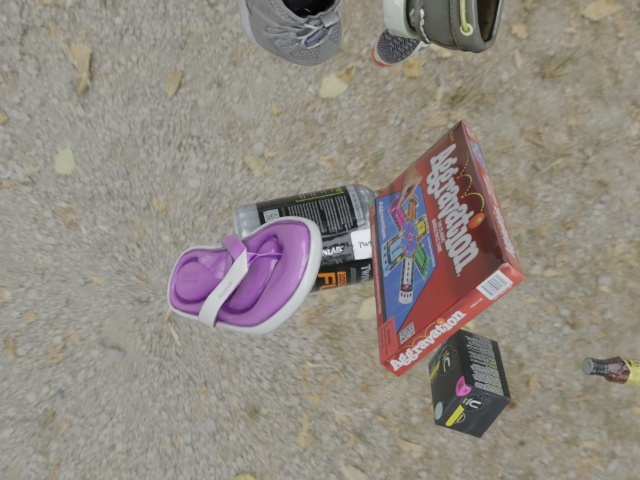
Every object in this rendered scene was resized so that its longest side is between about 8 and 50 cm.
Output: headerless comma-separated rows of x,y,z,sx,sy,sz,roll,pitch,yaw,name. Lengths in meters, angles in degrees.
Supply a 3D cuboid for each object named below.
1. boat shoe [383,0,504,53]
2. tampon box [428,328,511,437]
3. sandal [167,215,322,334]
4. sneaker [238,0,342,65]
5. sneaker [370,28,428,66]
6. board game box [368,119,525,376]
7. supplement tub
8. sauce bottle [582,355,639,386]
0.130,-0.301,0.683,0.091,0.109,0.305,24,119,24,boat shoe
0.282,0.272,1.670,0.101,0.161,0.120,19,123,-13,tampon box
-0.147,0.059,1.312,0.102,0.416,0.169,15,71,-33,sandal
-0.026,-0.247,0.922,0.115,0.281,0.105,41,92,20,sneaker
0.128,-0.281,1.141,0.161,0.075,0.057,-38,98,-15,sneaker
0.109,-0.005,0.838,0.027,0.281,0.145,40,114,-21,board game box
0.000,0.000,1.668,0.316,0.193,0.194,-12,88,-3,supplement tub
0.444,0.191,1.269,0.128,0.042,0.042,9,85,-20,sauce bottle
